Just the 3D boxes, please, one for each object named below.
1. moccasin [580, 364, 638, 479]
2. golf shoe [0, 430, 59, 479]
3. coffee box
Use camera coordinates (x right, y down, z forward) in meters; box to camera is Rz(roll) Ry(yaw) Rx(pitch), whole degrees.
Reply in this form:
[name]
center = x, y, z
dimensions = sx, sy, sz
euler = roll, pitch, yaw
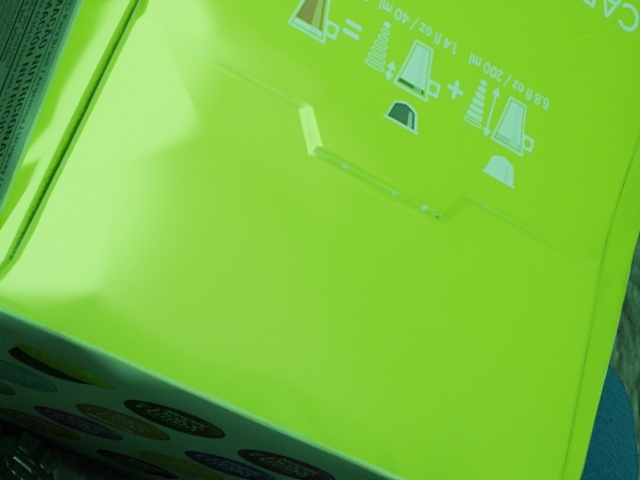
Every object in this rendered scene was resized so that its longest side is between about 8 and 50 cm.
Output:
[moccasin]
center = 0.163, 0.256, 1.277
dimensions = 0.137, 0.117, 0.342
euler = 25, 66, -22
[golf shoe]
center = -0.159, 0.208, 0.960
dimensions = 0.273, 0.120, 0.105
euler = 41, 41, -15
[coffee box]
center = -0.046, -0.045, 0.892
dimensions = 0.337, 0.334, 0.338
euler = 27, 71, -27
